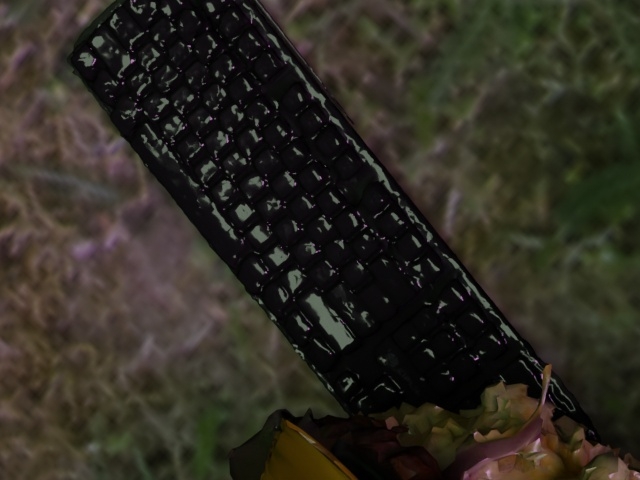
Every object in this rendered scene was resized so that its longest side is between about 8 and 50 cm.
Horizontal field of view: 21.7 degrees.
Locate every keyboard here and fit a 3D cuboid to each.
[{"bbox_3d":[0.000,0.000,0.582,0.072,0.023,0.231,-41,84,19],"label":"keyboard"}]

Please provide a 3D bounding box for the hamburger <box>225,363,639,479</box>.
[{"bbox_3d":[0.048,0.162,0.496,0.243,0.139,0.261,63,150,18],"label":"hamburger"}]
